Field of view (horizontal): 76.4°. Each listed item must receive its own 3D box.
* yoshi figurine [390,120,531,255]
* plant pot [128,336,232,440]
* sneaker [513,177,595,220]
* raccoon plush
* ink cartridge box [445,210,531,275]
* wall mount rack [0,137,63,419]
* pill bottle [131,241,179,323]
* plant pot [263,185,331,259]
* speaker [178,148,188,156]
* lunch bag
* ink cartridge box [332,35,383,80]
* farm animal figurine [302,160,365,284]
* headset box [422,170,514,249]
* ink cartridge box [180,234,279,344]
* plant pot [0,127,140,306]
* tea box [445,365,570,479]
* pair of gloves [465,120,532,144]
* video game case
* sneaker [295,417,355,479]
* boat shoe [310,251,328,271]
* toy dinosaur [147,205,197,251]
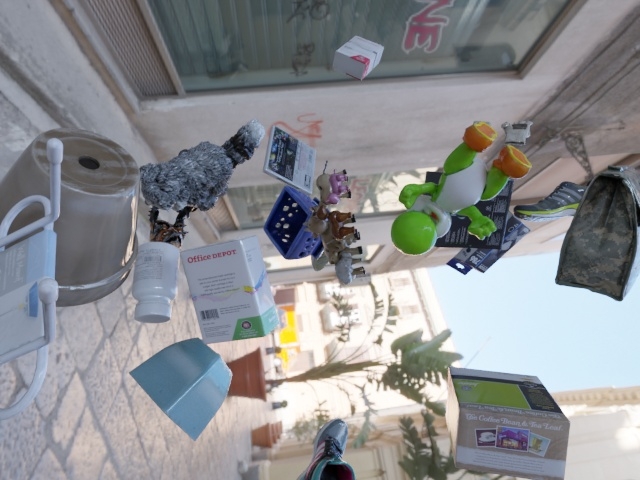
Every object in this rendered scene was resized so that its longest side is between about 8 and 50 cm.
[{"bbox_3d":[0.292,-0.083,0.952,0.362,0.203,0.203,-52,-134,37],"label":"yoshi figurine"},{"bbox_3d":[-0.473,0.506,1.472,0.247,0.252,0.247,25,-35,34],"label":"plant pot"},{"bbox_3d":[0.817,-0.137,1.402,0.111,0.300,0.121,44,38,-82],"label":"sneaker"},{"bbox_3d":[-0.413,-0.274,1.357,0.446,0.216,0.299,-52,177,10],"label":"raccoon plush"},{"bbox_3d":[0.697,0.029,1.695,0.332,0.165,0.065,-49,-142,21],"label":"ink cartridge box"},{"bbox_3d":[-0.416,0.041,0.543,0.130,0.304,0.350,44,24,-60],"label":"wall mount rack"},{"bbox_3d":[-0.508,0.131,1.254,0.131,0.131,0.229,95,-10,-64],"label":"pill bottle"},{"bbox_3d":[-0.070,-0.064,1.716,0.236,0.212,0.236,50,-61,39],"label":"plant pot"},{"bbox_3d":[-0.546,-0.321,1.710,0.136,0.055,0.055,78,3,-65],"label":"speaker"},{"bbox_3d":[0.691,-0.037,0.963,0.169,0.235,0.286,16,-68,40],"label":"lunch bag"},{"bbox_3d":[0.123,-0.594,1.321,0.150,0.109,0.063,-53,166,-38],"label":"ink cartridge box"},{"bbox_3d":[0.034,-0.058,1.376,0.330,0.172,0.326,-88,164,-56],"label":"farm animal figurine"},{"bbox_3d":[0.480,-0.103,1.381,0.131,0.283,0.246,-144,-124,-69],"label":"headset box"},{"bbox_3d":[-0.257,0.138,1.166,0.117,0.201,0.278,-28,106,-71],"label":"ink cartridge box"},{"bbox_3d":[-0.524,-0.070,0.856,0.280,0.323,0.323,-49,-145,33],"label":"plant pot"},{"bbox_3d":[0.625,0.621,1.420,0.323,0.329,0.219,-28,120,-76],"label":"tea box"},{"bbox_3d":[0.708,-0.443,1.629,0.204,0.240,0.042,-44,138,-42],"label":"pair of gloves"},{"bbox_3d":[-0.094,-0.254,1.290,0.022,0.173,0.190,-31,-136,44],"label":"video game case"},{"bbox_3d":[0.038,0.633,1.165,0.178,0.124,0.295,-37,-170,44],"label":"sneaker"},{"bbox_3d":[0.000,0.000,1.902,0.103,0.113,0.302,36,-54,35],"label":"boat shoe"},{"bbox_3d":[-0.576,-0.038,1.491,0.164,0.322,0.218,13,88,-55],"label":"toy dinosaur"}]
